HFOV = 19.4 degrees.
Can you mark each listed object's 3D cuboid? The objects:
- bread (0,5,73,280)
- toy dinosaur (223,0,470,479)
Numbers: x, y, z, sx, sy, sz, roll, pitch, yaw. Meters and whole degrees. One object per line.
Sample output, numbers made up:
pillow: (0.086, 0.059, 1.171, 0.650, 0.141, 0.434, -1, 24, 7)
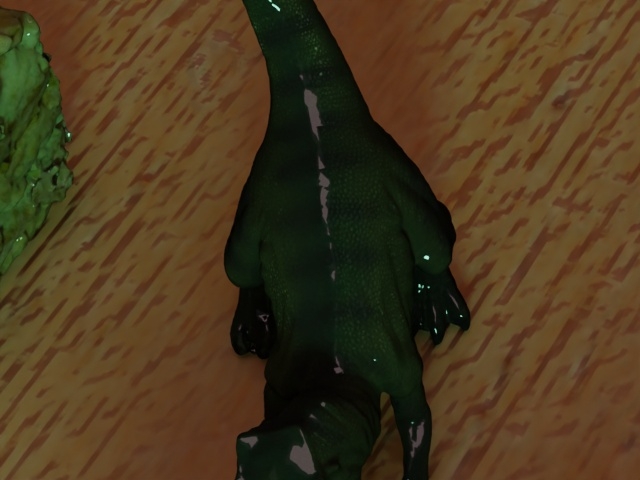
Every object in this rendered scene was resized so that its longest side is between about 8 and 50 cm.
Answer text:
bread: (-0.187, -0.003, 0.644, 0.138, 0.102, 0.196, 22, 62, 24)
toy dinosaur: (0.000, 0.000, 0.568, 0.087, 0.179, 0.187, -8, 57, 3)
